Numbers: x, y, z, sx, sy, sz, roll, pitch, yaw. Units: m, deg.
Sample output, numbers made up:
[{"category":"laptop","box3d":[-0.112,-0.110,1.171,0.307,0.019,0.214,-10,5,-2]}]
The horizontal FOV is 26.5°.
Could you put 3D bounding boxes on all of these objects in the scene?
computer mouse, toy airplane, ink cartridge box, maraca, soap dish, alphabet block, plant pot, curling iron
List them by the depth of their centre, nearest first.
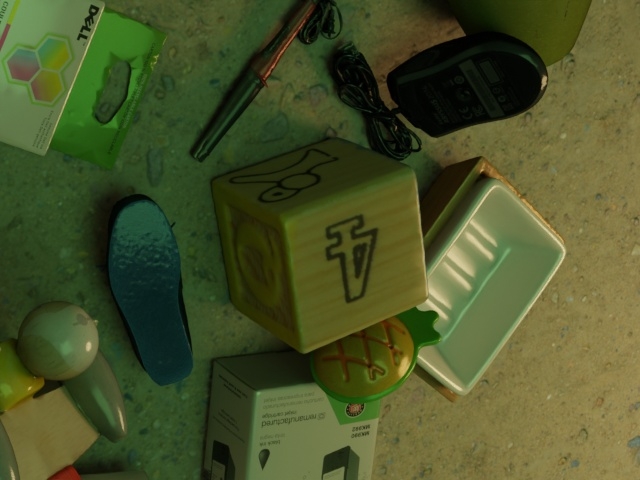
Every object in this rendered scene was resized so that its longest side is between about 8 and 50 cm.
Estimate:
[{"category":"toy airplane","box3d":[-0.318,0.197,1.465,0.384,0.386,0.272,30,101,-38]},{"category":"ink cartridge box","box3d":[-0.292,-0.189,1.523,0.255,0.097,0.188,19,95,-36]},{"category":"curling iron","box3d":[-0.066,-0.204,1.704,0.274,0.035,0.068,-50,126,-9]},{"category":"alphabet block","box3d":[0.000,0.000,1.726,0.197,0.192,0.193,-20,115,-25]},{"category":"plant pot","box3d":[0.252,-0.370,1.738,0.275,0.275,0.293,-33,137,-19]},{"category":"maraca","box3d":[0.071,0.136,1.753,0.186,0.127,0.099,-38,155,-21]},{"category":"computer mouse","box3d":[0.165,-0.209,1.757,0.188,0.272,0.072,58,34,-34]},{"category":"ink cartridge box","box3d":[-0.041,0.303,1.848,0.211,0.121,0.289,-5,109,-33]},{"category":"soap dish","box3d":[0.192,0.053,1.915,0.229,0.118,0.291,40,83,-37]}]

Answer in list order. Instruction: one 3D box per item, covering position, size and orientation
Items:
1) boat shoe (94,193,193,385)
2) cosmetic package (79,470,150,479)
[{"category":"boat shoe","box3d":[-0.222,0.058,1.668,0.109,0.089,0.258,-10,118,-16]},{"category":"cosmetic package","box3d":[-0.256,0.440,1.672,0.138,0.225,0.224,1,117,-36]}]
